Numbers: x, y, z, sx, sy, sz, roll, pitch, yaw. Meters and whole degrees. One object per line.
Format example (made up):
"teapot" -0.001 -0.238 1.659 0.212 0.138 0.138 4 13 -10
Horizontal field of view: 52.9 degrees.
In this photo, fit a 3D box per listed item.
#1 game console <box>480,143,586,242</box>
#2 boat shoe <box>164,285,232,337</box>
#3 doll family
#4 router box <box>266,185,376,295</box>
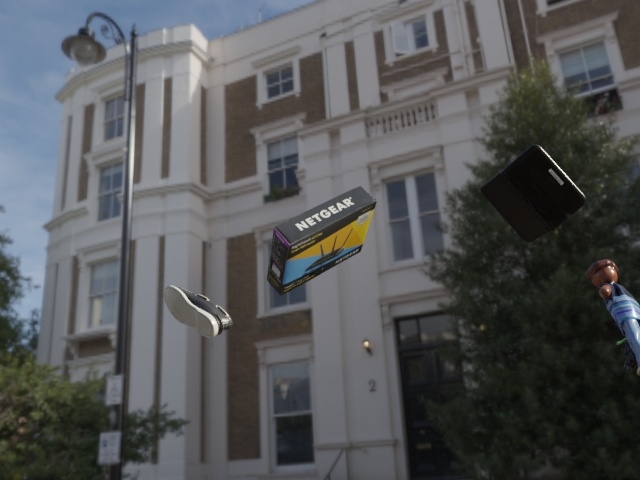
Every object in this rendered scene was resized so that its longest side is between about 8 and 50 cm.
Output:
"game console" 0.335 -0.073 1.019 0.107 0.122 0.071 -42 -2 7
"boat shoe" -0.173 0.095 0.899 0.125 0.046 0.038 23 26 39
"doll family" 0.292 0.083 0.554 0.076 0.111 0.193 -23 -43 22
"router box" 0.000 0.000 1.039 0.178 0.046 0.133 -28 -30 -29
